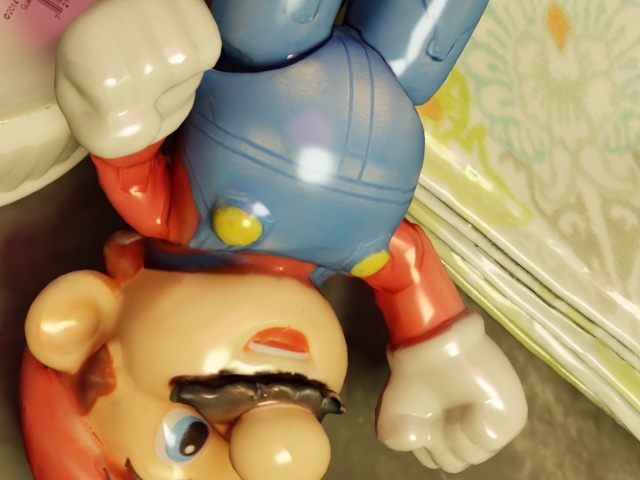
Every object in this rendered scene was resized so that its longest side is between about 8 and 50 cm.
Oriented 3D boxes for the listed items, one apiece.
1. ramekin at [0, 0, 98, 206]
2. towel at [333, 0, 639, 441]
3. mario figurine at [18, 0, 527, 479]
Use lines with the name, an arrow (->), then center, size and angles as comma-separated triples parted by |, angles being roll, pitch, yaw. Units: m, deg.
ramekin -> -0.148, -0.115, 0.715 | 0.207, 0.109, 0.207 | 2, 84, -20
towel -> 0.202, -0.086, 0.851 | 0.320, 0.090, 0.374 | 42, 73, -13
mario figurine -> 0.000, 0.000, 0.675 | 0.198, 0.170, 0.320 | 23, 108, 2
